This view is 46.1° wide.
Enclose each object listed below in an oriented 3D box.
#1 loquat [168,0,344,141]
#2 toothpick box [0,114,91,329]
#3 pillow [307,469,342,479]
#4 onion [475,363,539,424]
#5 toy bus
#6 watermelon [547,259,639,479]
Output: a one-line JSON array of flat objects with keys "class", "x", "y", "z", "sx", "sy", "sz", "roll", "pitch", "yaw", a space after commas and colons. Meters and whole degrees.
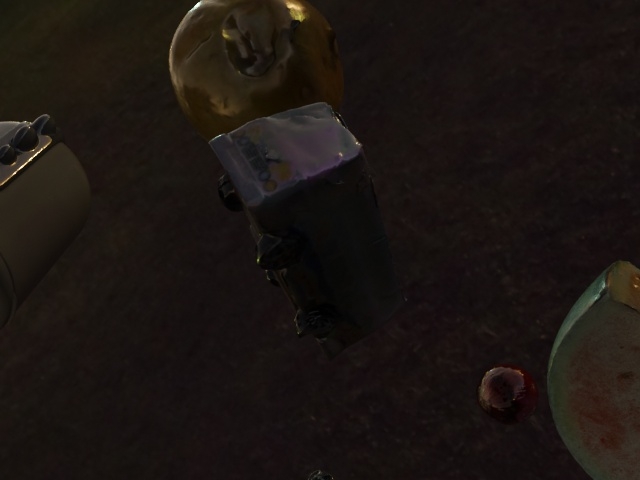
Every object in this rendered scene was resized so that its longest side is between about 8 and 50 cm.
[{"class": "loquat", "x": -0.082, "y": -0.212, "z": 0.982, "sx": 0.244, "sy": 0.244, "sz": 0.243, "roll": -31, "pitch": 33, "yaw": 22}, {"class": "toothpick box", "x": -0.430, "y": -0.040, "z": 0.988, "sx": 0.229, "sy": 0.229, "sz": 0.316, "roll": -28, "pitch": 23, "yaw": 26}, {"class": "pillow", "x": 0.054, "y": 0.394, "z": 0.891, "sx": 0.093, "sy": 0.335, "sz": 0.161, "roll": -26, "pitch": 44, "yaw": -4}, {"class": "onion", "x": 0.388, "y": 0.319, "z": 1.562, "sx": 0.131, "sy": 0.131, "sz": 0.131, "roll": -31, "pitch": 33, "yaw": 22}, {"class": "toy bus", "x": 0.000, "y": 0.000, "z": 0.756, "sx": 0.138, "sy": 0.317, "sz": 0.112, "roll": -29, "pitch": 57, "yaw": -5}, {"class": "watermelon", "x": 0.361, "y": 0.153, "z": 0.812, "sx": 0.188, "sy": 0.322, "sz": 0.175, "roll": -45, "pitch": 8, "yaw": 30}]
